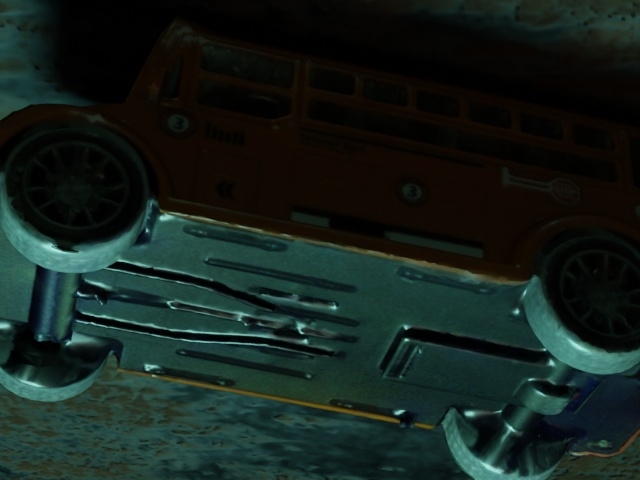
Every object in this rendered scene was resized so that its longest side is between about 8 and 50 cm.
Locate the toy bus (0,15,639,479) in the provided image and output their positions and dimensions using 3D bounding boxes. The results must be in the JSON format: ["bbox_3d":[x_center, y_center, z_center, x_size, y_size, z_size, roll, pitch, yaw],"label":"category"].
[{"bbox_3d":[0.000,0.000,0.700,0.329,0.153,0.143,10,146,-8],"label":"toy bus"}]
